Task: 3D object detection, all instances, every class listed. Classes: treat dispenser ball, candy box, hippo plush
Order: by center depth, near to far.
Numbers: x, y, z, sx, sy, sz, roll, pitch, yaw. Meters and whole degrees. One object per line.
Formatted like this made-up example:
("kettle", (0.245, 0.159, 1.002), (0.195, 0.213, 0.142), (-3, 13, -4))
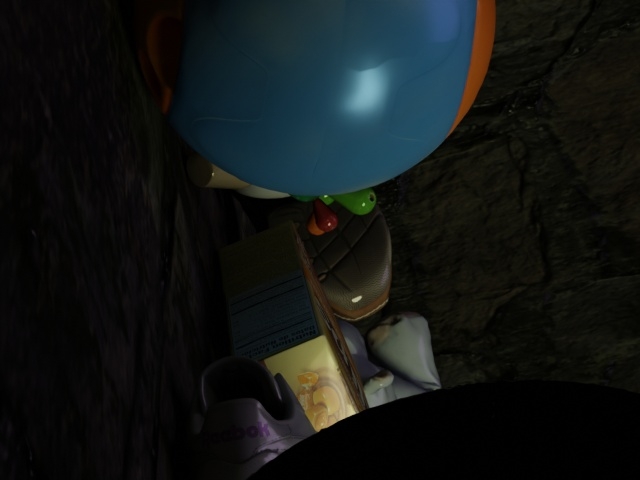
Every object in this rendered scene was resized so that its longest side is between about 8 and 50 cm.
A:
("treat dispenser ball", (-0.005, -0.179, 1.384), (0.288, 0.288, 0.288), (-11, 90, -88))
("candy box", (-0.016, 0.120, 1.570), (0.316, 0.087, 0.183), (-110, 176, -71))
("hippo plush", (0.031, 0.212, 1.999), (0.236, 0.234, 0.294), (18, 35, -53))

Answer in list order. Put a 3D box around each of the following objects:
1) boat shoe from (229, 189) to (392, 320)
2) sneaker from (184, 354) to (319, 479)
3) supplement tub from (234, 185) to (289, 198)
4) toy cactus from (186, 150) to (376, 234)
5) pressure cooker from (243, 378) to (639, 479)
("boat shoe", (0.000, 0.000, 1.858), (0.324, 0.123, 0.116), (-124, -168, -55))
("sneaker", (-0.032, 0.149, 1.257), (0.305, 0.114, 0.152), (-53, 132, -87))
("supplement tub", (-0.055, -0.159, 1.820), (0.144, 0.144, 0.199), (75, 4, -59))
("toy cactus", (-0.057, -0.072, 1.627), (0.219, 0.180, 0.112), (44, -57, 25))
("pressure cooker", (0.112, 0.322, 0.863), (0.375, 0.370, 0.420), (-124, -164, -48))
